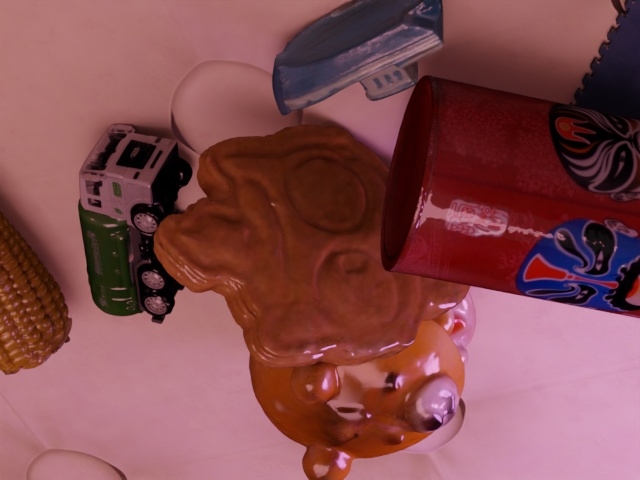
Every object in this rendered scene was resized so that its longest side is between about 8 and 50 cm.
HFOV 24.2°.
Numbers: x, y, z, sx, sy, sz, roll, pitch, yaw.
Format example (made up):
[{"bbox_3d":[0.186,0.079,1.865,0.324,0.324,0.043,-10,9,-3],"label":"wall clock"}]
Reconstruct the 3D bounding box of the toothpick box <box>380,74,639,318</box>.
[{"bbox_3d":[0.245,-0.036,1.503,0.333,0.204,0.204,11,132,-6],"label":"toothpick box"}]

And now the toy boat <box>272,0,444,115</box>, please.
[{"bbox_3d":[0.046,-0.178,1.520,0.215,0.088,0.102,-22,128,24],"label":"toy boat"}]

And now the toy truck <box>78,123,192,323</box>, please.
[{"bbox_3d":[-0.213,-0.011,1.701,0.125,0.101,0.242,14,135,12],"label":"toy truck"}]

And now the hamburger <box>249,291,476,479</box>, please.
[{"bbox_3d":[0.041,0.132,1.696,0.276,0.237,0.276,5,134,5],"label":"hamburger"}]

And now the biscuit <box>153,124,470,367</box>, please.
[{"bbox_3d":[0.002,-0.002,1.553,0.376,0.269,0.051,-2,156,-32],"label":"biscuit"}]

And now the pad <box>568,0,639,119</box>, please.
[{"bbox_3d":[0.395,-0.124,1.562,0.269,0.012,0.270,19,131,-8],"label":"pad"}]

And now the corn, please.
[{"bbox_3d":[-0.419,0.006,1.719,0.144,0.144,0.387,-14,128,20],"label":"corn"}]
